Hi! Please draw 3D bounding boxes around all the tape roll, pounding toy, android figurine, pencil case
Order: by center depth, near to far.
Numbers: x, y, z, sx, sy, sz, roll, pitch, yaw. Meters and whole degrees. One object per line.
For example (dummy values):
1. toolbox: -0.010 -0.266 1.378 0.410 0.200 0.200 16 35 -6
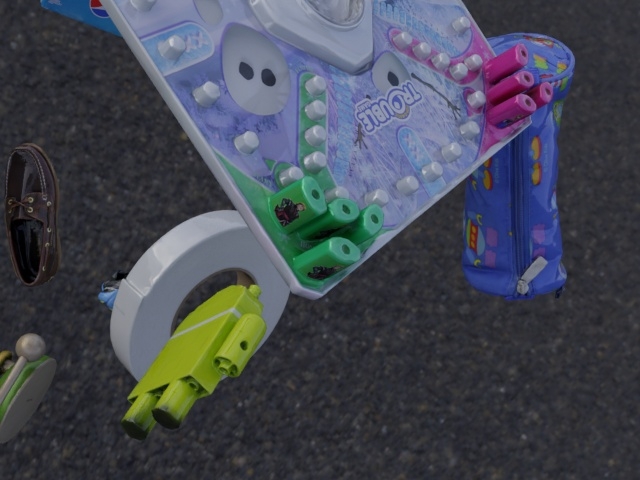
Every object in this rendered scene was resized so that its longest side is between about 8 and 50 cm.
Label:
1. pencil case: 0.217 -0.070 1.022 0.119 0.306 0.133 -6 32 1
2. android figurine: -0.172 0.161 1.302 0.056 0.248 0.273 48 44 -15
3. pounding toy: -0.593 0.266 1.715 0.110 0.237 0.183 29 59 4
4. tape roll: -0.223 0.124 1.781 0.392 0.392 0.072 -16 41 -41

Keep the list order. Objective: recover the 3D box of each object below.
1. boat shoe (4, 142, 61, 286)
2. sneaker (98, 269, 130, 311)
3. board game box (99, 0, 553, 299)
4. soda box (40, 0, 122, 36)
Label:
1. boat shoe: -0.418 -0.036 1.328 0.073 0.207 0.073 -6 9 9
2. sneaker: -0.414 0.100 1.912 0.067 0.078 0.188 45 -3 -9
3. board game box: 0.004 -0.205 0.732 0.390 0.050 0.390 -37 95 -46
4. soda box: -0.243 -0.298 1.161 0.210 0.067 0.071 17 27 -30
